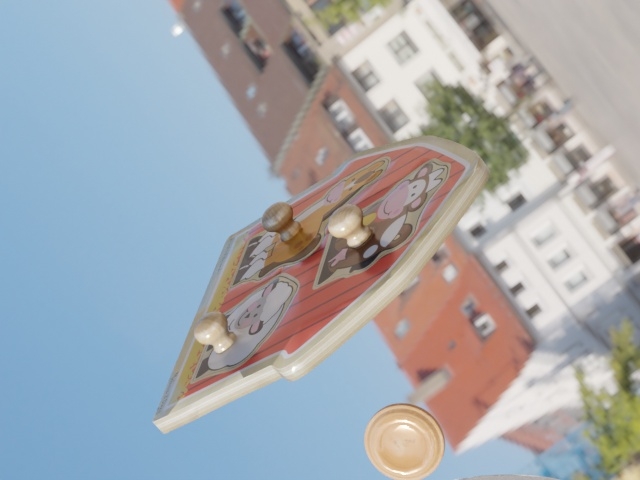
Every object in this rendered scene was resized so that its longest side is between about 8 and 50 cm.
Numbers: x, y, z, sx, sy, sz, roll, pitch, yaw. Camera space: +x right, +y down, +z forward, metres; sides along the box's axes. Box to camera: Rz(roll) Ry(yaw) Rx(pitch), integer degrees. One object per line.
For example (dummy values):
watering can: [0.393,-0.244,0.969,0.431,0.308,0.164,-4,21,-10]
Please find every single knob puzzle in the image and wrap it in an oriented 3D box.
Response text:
knob puzzle: [0.000,0.000,0.646,0.030,0.213,0.213,49,-169,-20]

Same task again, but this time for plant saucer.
plant saucer: [0.085,0.207,1.270,0.083,0.083,0.013,52,-161,-2]

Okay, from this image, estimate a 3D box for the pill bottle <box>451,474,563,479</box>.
pill bottle: [0.059,0.190,0.382,0.124,0.124,0.222,-97,1,-69]
